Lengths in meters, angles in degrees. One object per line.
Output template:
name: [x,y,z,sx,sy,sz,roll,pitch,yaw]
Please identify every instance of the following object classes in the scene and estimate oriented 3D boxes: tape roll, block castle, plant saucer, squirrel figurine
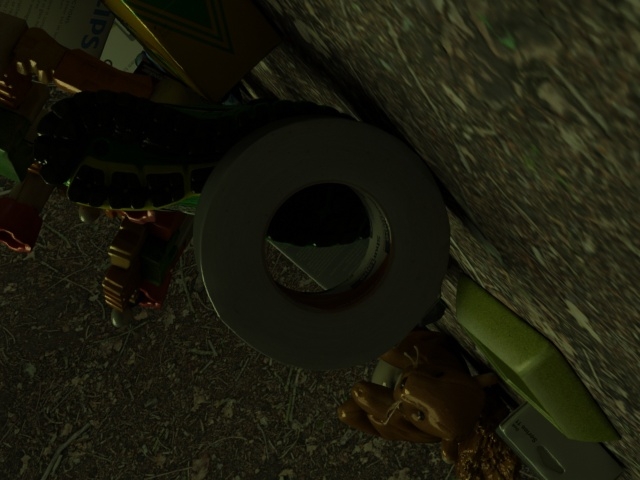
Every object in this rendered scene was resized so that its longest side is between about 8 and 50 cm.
tape roll: [0.000,0.000,0.787,0.219,0.219,0.072,49,177,-15]
block castle: [-0.318,-0.059,1.157,0.303,0.212,0.453,24,159,0]
plant saucer: [0.234,0.144,1.026,0.188,0.045,0.188,50,177,-33]
squirrel figurine: [0.265,0.334,1.806,0.397,0.281,0.370,34,170,-9]

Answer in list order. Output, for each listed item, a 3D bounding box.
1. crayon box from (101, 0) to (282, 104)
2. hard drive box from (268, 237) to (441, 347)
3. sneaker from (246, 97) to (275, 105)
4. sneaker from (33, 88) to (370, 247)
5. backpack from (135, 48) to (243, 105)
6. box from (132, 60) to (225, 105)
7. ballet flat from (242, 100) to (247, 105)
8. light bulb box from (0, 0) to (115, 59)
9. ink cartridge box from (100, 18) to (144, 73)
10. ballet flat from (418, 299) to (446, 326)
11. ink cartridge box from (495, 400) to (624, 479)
crayon box: [-0.220,-0.317,0.963,0.313,0.106,0.363,49,177,-25]
hard drive box: [0.036,0.009,1.125,0.232,0.089,0.181,41,-169,-2]
sneaker: [-0.023,-0.088,1.271,0.283,0.107,0.124,47,172,24]
sneaker: [-0.090,-0.080,0.873,0.344,0.134,0.146,11,-175,-7]
backpack: [-0.217,-0.275,1.554,0.158,0.117,0.173,48,-179,24]
box: [-0.184,-0.145,1.381,0.293,0.057,0.200,27,-142,-10]
ballet flat: [-0.186,-0.253,1.821,0.091,0.077,0.241,50,176,-28]
light bulb box: [-0.506,-0.424,1.227,0.361,0.225,0.358,-3,-139,-49]
ink cartridge box: [-0.419,-0.410,1.646,0.306,0.226,0.131,48,179,-34]
ballet flat: [0.122,0.065,1.504,0.203,0.074,0.074,48,178,13]
ink cartridge box: [0.329,0.294,1.258,0.153,0.087,0.208,48,179,15]
